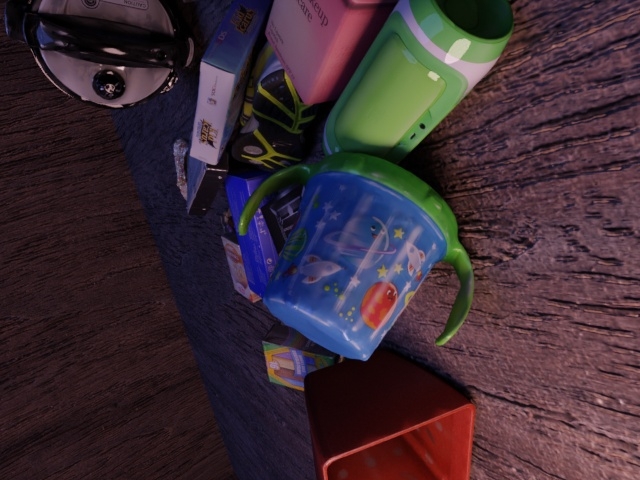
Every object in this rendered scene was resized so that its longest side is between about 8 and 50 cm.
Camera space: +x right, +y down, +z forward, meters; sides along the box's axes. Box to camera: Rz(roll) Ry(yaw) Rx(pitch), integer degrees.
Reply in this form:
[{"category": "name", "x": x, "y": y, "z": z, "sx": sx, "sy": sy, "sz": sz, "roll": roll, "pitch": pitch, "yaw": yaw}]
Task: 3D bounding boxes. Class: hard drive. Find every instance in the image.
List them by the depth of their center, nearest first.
[{"category": "hard drive", "x": -0.319, "y": -0.231, "z": 1.332, "sx": 0.339, "sy": 0.064, "sz": 0.237, "roll": 144, "pitch": 126, "yaw": -63}]

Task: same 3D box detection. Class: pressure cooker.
[{"category": "pressure cooker", "x": -0.558, "y": -0.548, "z": 1.266, "sx": 0.375, "sy": 0.370, "sz": 0.420, "roll": 56, "pitch": 179, "yaw": -42}]

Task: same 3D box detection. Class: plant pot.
[{"category": "plant pot", "x": 0.097, "y": 0.360, "z": 0.895, "sx": 0.236, "sy": 0.267, "sz": 0.267, "roll": -131, "pitch": 31, "yaw": -57}]

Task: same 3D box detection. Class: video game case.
[{"category": "video game case", "x": -0.160, "y": -0.316, "z": 0.898, "sx": 0.244, "sy": 0.061, "sz": 0.269, "roll": 122, "pitch": 166, "yaw": -58}]

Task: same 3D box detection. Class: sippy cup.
[{"category": "sippy cup", "x": 0.041, "y": 0.035, "z": 0.681, "sx": 0.305, "sy": 0.224, "sz": 0.240, "roll": 15, "pitch": 155, "yaw": 39}]

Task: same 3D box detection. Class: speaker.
[{"category": "speaker", "x": 0.103, "y": -0.191, "z": 0.616, "sx": 0.131, "sy": 0.131, "sz": 0.296, "roll": 63, "pitch": 152, "yaw": 11}]

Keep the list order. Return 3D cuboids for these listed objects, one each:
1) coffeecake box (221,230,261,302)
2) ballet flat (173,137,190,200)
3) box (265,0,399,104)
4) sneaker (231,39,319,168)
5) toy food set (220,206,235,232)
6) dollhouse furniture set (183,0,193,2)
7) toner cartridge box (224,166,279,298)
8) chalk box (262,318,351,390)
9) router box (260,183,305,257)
[{"category": "coffeecake box", "x": -0.226, "y": 0.074, "z": 1.459, "sx": 0.142, "sy": 0.068, "sz": 0.185, "roll": 20, "pitch": 127, "yaw": 55}, {"category": "ballet flat", "x": -0.443, "y": -0.229, "z": 1.633, "sx": 0.077, "sy": 0.091, "sz": 0.241, "roll": 20, "pitch": 133, "yaw": 28}, {"category": "box", "x": 0.031, "y": -0.322, "z": 0.651, "sx": 0.148, "sy": 0.127, "sz": 0.232, "roll": 62, "pitch": 152, "yaw": 14}, {"category": "sneaker", "x": -0.081, "y": -0.256, "z": 0.936, "sx": 0.385, "sy": 0.145, "sz": 0.147, "roll": 145, "pitch": 133, "yaw": -64}, {"category": "toy food set", "x": -0.276, "y": -0.063, "z": 1.505, "sx": 0.122, "sy": 0.019, "sz": 0.078, "roll": -18, "pitch": 86, "yaw": 54}, {"category": "dollhouse furniture set", "x": -0.446, "y": -0.666, "z": 1.027, "sx": 0.174, "sy": 0.355, "sz": 0.303, "roll": 41, "pitch": 143, "yaw": 43}, {"category": "toner cartridge box", "x": -0.160, "y": -0.012, "z": 1.272, "sx": 0.165, "sy": 0.075, "sz": 0.348, "roll": 25, "pitch": 129, "yaw": 56}, {"category": "chalk box", "x": 0.001, "y": 0.246, "z": 1.058, "sx": 0.213, "sy": 0.132, "sz": 0.132, "roll": 10, "pitch": 125, "yaw": 20}, {"category": "router box", "x": 0.000, "y": 0.000, "z": 0.983, "sx": 0.309, "sy": 0.081, "sz": 0.243, "roll": -20, "pitch": 91, "yaw": 63}]
